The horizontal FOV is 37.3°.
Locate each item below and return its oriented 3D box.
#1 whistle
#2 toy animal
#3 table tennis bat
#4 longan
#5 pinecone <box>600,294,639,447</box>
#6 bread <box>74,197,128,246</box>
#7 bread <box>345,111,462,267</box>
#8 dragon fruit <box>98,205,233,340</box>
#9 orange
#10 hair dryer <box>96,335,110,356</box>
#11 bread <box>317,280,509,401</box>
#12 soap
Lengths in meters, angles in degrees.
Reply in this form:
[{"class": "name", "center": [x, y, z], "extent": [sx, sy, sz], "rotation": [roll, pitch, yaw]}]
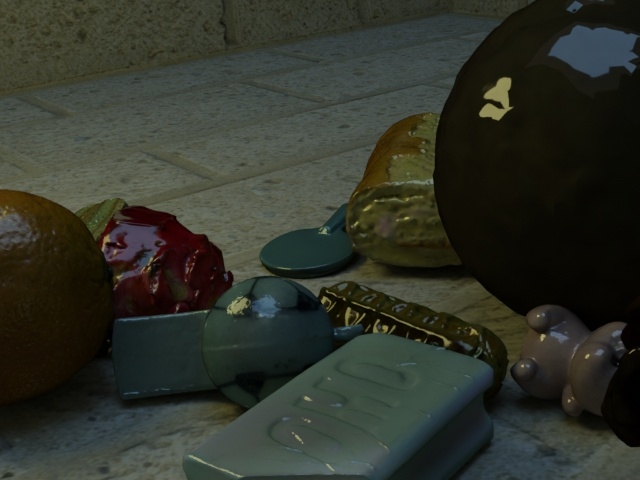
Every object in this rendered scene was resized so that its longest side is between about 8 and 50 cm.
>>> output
[{"class": "whistle", "center": [-0.094, 0.119, 1.061], "extent": [0.290, 0.163, 0.163], "rotation": [-7, 22, -5]}, {"class": "toy animal", "center": [0.313, 0.136, 0.999], "extent": [0.124, 0.124, 0.213], "rotation": [-23, 25, -40]}, {"class": "table tennis bat", "center": [0.000, 0.000, 1.505], "extent": [0.149, 0.038, 0.237], "rotation": [5, 27, 26]}, {"class": "longan", "center": [0.336, -0.086, 1.162], "extent": [0.404, 0.435, 0.404], "rotation": [-22, 32, 15]}, {"class": "pinecone", "center": [0.396, 0.139, 0.660], "extent": [0.398, 0.397, 0.397], "rotation": [-3, 22, 1]}, {"class": "bread", "center": [-0.328, 0.029, 1.346], "extent": [0.102, 0.138, 0.196], "rotation": [5, 25, 9]}, {"class": "bread", "center": [0.174, -0.083, 1.508], "extent": [0.237, 0.165, 0.375], "rotation": [-2, 23, 11]}, {"class": "dragon fruit", "center": [-0.222, 0.038, 1.295], "extent": [0.163, 0.189, 0.261], "rotation": [-26, 12, 17]}, {"class": "orange", "center": [-0.368, 0.064, 1.105], "extent": [0.264, 0.264, 0.264], "rotation": [-3, 22, 1]}, {"class": "hair dryer", "center": [-0.280, 0.127, 1.248], "extent": [0.047, 0.026, 0.083], "rotation": [13, 20, 32]}, {"class": "bread", "center": [0.100, 0.119, 1.112], "extent": [0.098, 0.087, 0.269], "rotation": [-22, 27, -40]}, {"class": "soap", "center": [0.027, 0.196, 0.919], "extent": [0.173, 0.095, 0.290], "rotation": [12, 27, 36]}]
